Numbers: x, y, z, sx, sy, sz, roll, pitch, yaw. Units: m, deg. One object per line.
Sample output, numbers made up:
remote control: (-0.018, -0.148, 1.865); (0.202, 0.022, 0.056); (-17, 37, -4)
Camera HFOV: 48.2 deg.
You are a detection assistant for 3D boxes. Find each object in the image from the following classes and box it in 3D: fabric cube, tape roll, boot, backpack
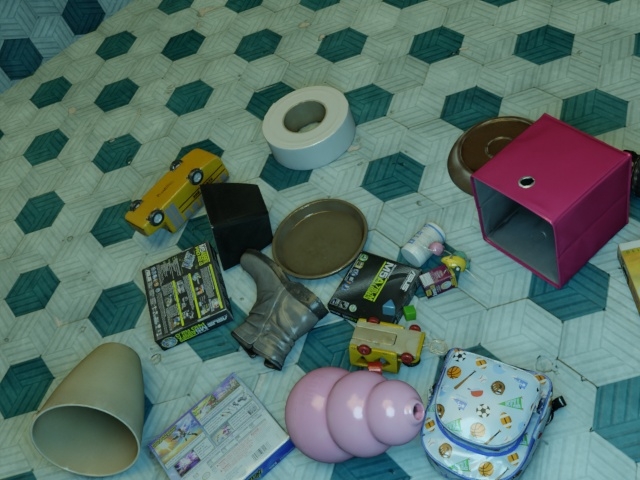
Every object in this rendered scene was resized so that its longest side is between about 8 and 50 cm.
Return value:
fabric cube: (0.552, -0.097, 1.708); (0.258, 0.259, 0.254); (-39, 49, -12)
tape roll: (-0.037, -0.357, 2.252); (0.286, 0.100, 0.286); (-11, 51, 13)
boot: (-0.160, 0.172, 1.870); (0.223, 0.118, 0.338); (-46, 47, -11)
backpack: (0.332, 0.371, 1.464); (0.276, 0.213, 0.263); (14, 70, 27)

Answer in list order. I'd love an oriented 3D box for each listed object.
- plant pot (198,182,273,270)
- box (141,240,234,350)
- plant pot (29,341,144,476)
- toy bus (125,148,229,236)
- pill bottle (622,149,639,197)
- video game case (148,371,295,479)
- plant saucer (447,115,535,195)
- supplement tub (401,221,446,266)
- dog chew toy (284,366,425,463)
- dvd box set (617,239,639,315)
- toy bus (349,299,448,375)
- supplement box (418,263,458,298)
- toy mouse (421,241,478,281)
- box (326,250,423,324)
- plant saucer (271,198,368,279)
plant pot: (-0.234, -0.058, 2.042); (0.167, 0.188, 0.187); (-17, 48, -8)
box: (-0.375, 0.150, 2.001); (0.216, 0.060, 0.270); (-24, 49, 0)
plant pot: (-0.539, 0.391, 1.772); (0.256, 0.256, 0.274); (-12, 33, 12)
toy bus: (-0.441, -0.140, 2.211); (0.108, 0.130, 0.333); (25, 65, 34)
pill bottle: (0.834, -0.151, 1.734); (0.219, 0.123, 0.123); (20, 62, 33)
video game case: (-0.232, 0.482, 1.677); (0.269, 0.061, 0.244); (-40, 51, -12)
plant saucer: (0.504, -0.244, 1.988); (0.310, 0.050, 0.311); (-11, 49, 13)
supplement tub: (0.269, 0.010, 1.857); (0.107, 0.071, 0.071); (-43, 51, -17)
dog chew toy: (0.078, 0.364, 1.507); (0.331, 0.206, 0.207); (-16, 42, 46)
dvd box set: (0.851, 0.153, 1.523); (0.307, 0.062, 0.420); (-12, 50, 12)
toy bus: (0.166, 0.256, 1.665); (0.191, 0.104, 0.202); (-22, 44, -17)
supplement box: (0.293, 0.101, 1.785); (0.083, 0.055, 0.043); (-24, 49, 2)
toy mouse: (0.325, 0.034, 1.795); (0.161, 0.143, 0.031); (27, 106, -1)
box: (0.140, 0.131, 1.827); (0.184, 0.045, 0.191); (18, 62, 33)
plant saucer: (0.000, 0.000, 1.990); (0.277, 0.041, 0.278); (-10, 50, 12)
